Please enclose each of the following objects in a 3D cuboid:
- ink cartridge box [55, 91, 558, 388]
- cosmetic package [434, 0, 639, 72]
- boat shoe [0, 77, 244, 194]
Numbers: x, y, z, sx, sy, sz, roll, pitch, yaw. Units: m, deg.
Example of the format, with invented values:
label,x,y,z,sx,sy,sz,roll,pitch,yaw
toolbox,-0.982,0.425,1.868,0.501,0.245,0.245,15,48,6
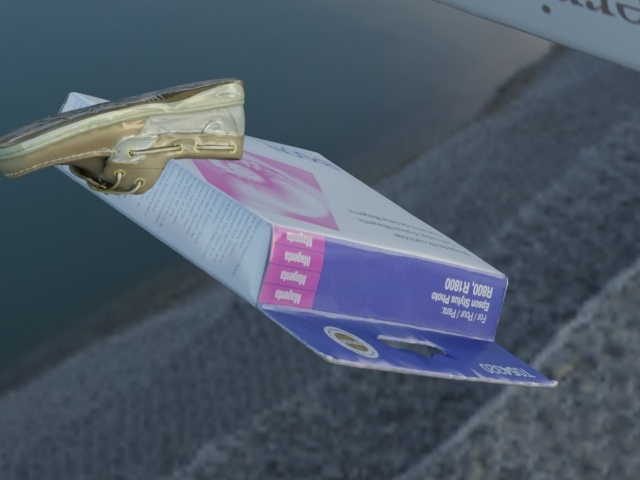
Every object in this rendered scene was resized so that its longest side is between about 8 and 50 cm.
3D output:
label,x,y,z,sx,sy,sz,roll,pitch,yaw
ink cartridge box,0.000,0.000,1.404,0.330,0.071,0.324,32,12,35
cosmetic package,0.126,-0.339,0.764,0.329,0.393,0.327,25,56,35
boat shoe,-0.088,-0.043,0.828,0.135,0.045,0.050,-17,10,-34
